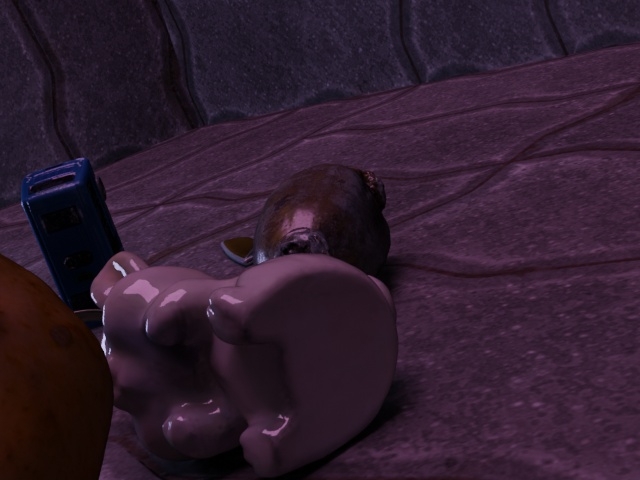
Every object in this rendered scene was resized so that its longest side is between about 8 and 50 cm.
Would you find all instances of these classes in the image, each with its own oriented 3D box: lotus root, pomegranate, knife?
[{"bbox_3d":[-0.002,0.002,1.501,0.175,0.175,0.349,-14,13,16],"label":"lotus root"},{"bbox_3d":[-0.319,0.140,0.932,0.342,0.342,0.342,-17,13,4],"label":"pomegranate"},{"bbox_3d":[-0.101,0.019,1.885,0.061,0.027,0.343,-26,14,-16],"label":"knife"}]

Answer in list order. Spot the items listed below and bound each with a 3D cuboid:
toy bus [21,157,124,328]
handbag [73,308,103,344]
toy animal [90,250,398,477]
[{"bbox_3d":[-0.366,0.010,1.804,0.113,0.246,0.134,-17,24,-1],"label":"toy bus"},{"bbox_3d":[-0.332,0.141,1.528,0.219,0.079,0.256,-21,21,-27],"label":"handbag"},{"bbox_3d":[-0.101,0.103,1.174,0.367,0.196,0.241,-5,11,39],"label":"toy animal"}]
